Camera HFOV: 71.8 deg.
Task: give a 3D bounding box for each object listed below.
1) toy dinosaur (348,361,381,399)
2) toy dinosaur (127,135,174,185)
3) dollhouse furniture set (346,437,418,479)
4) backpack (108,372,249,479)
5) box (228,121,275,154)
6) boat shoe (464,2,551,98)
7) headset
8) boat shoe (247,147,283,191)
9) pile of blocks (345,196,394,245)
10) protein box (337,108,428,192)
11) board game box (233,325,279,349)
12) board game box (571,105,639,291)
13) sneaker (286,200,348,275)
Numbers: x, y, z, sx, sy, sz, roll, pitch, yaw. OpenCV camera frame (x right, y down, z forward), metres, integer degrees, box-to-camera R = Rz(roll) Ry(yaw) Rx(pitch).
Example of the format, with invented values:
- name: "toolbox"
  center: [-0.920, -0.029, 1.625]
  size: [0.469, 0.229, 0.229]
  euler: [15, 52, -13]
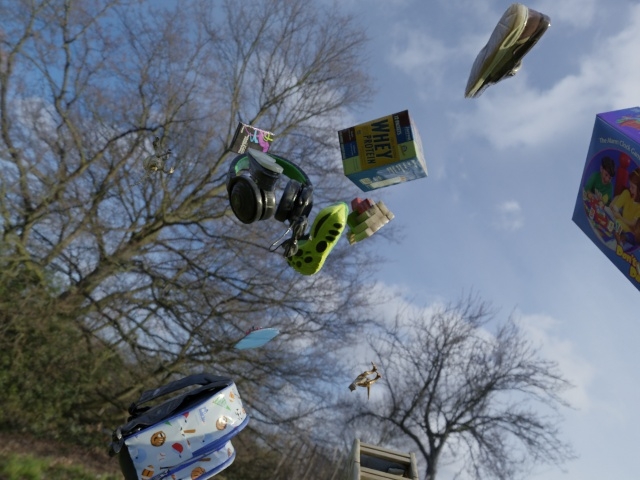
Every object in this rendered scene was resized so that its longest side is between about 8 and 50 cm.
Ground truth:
- name: "toy dinosaur"
  center: [0.144, 0.448, 1.411]
  size: [0.064, 0.112, 0.211]
  euler: [53, 9, 33]
- name: "toy dinosaur"
  center: [-0.479, -0.215, 1.280]
  size: [0.092, 0.183, 0.053]
  euler: [8, -26, 14]
- name: "dollhouse furniture set"
  center: [0.106, 0.523, 0.872]
  size: [0.129, 0.129, 0.184]
  euler: [14, -71, 0]
- name: "backpack"
  center: [-0.290, 0.417, 0.972]
  size: [0.213, 0.263, 0.276]
  euler: [62, -16, -2]
- name: "box"
  center: [-0.262, -0.376, 1.690]
  size: [0.162, 0.116, 0.029]
  euler: [8, 25, -45]
- name: "boat shoe"
  center: [0.407, -0.403, 0.991]
  size: [0.092, 0.103, 0.285]
  euler: [15, -16, 1]
- name: "headset"
  center: [-0.115, -0.122, 1.184]
  size: [0.243, 0.394, 0.185]
  euler: [5, -43, -25]
- name: "boat shoe"
  center: [-0.093, -0.114, 0.690]
  size: [0.049, 0.042, 0.133]
  euler: [17, 18, -25]
- name: "pile of blocks"
  center: [0.121, -0.074, 1.401]
  size: [0.112, 0.149, 0.362]
  euler: [54, 2, -1]
- name: "protein box"
  center: [0.183, -0.245, 1.261]
  size: [0.201, 0.136, 0.200]
  euler: [-13, -13, 20]
- name: "board game box"
  center: [-0.232, 0.342, 1.589]
  size: [0.133, 0.033, 0.168]
  euler: [11, -42, -45]
- name: "board game box"
  center: [0.550, -0.034, 0.704]
  size: [0.078, 0.347, 0.233]
  euler: [-11, -52, 2]
- name: "sneaker"
  center: [0.000, 0.000, 1.295]
  size: [0.109, 0.123, 0.295]
  euler: [42, -50, 1]
